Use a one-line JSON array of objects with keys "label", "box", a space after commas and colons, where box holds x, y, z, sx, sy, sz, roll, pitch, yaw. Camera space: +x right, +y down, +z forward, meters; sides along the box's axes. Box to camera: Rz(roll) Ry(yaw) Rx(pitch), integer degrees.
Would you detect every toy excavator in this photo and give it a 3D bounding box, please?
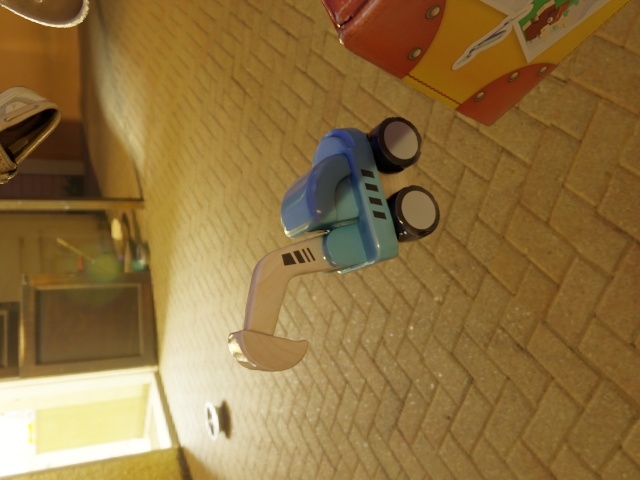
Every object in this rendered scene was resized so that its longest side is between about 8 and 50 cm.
[{"label": "toy excavator", "box": [0.000, 0.000, 1.173, 0.222, 0.444, 0.433, -26, 77, 62]}]

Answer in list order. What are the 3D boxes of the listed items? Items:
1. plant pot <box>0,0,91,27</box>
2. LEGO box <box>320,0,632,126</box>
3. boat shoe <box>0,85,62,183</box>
[{"label": "plant pot", "box": [-0.456, -0.593, 0.997, 0.333, 0.333, 0.306, -26, 34, 61]}, {"label": "LEGO box", "box": [0.150, -0.381, 0.321, 0.500, 0.193, 0.373, -42, 61, 29]}, {"label": "boat shoe", "box": [-0.584, -0.149, 1.046, 0.098, 0.302, 0.109, 26, 152, 21]}]
